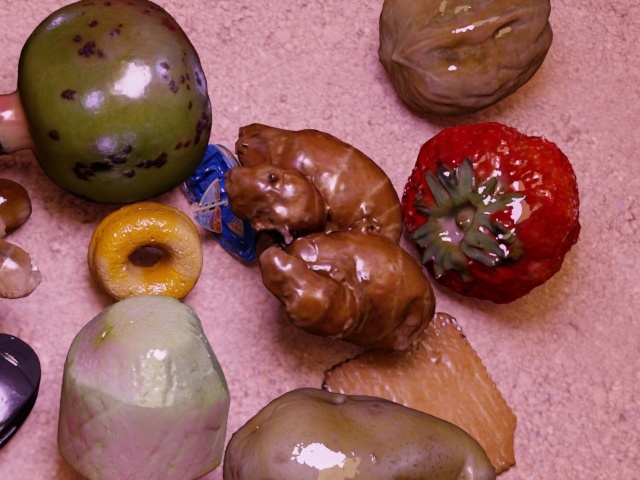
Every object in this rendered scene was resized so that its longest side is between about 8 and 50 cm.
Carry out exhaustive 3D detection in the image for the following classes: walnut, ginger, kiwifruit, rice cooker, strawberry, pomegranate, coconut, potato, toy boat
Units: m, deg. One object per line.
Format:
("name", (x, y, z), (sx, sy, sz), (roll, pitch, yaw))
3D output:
("walnut", (0.222, -0.311, 1.631), (0.282, 0.283, 0.228), (-22, 101, -25))
("ginger", (-0.002, -0.009, 1.432), (0.274, 0.152, 0.358), (-2, 62, -40))
("kiwifruit", (-0.435, -0.040, 1.388), (0.124, 0.075, 0.075), (-12, 68, -18))
("rice cooker", (-0.398, 0.188, 1.265), (0.112, 0.106, 0.165), (36, 64, 3))
("strawberry", (0.257, -0.046, 1.521), (0.276, 0.257, 0.257), (-18, 70, -42))
("pomegranate", (-0.289, -0.160, 1.368), (0.323, 0.291, 0.291), (-30, 76, -32))
("coconut", (-0.204, 0.191, 1.262), (0.236, 0.236, 0.204), (45, 37, 8))
("potato", (0.056, 0.282, 1.286), (0.350, 0.218, 0.203), (5, 42, -15))
("toy boat", (-0.141, -0.044, 1.463), (0.110, 0.091, 0.175), (-19, 76, -55))
("ginger", (-0.476, -0.034, 1.268), (0.333, 0.081, 0.148), (17, 61, -6))

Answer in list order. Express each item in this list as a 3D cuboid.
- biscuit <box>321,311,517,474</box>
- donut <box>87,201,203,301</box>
("biscuit", (0.145, 0.234, 1.459), (0.232, 0.013, 0.237), (-24, 74, -26))
("donut", (-0.218, 0.023, 1.384), (0.151, 0.152, 0.058), (-7, 22, -19))
